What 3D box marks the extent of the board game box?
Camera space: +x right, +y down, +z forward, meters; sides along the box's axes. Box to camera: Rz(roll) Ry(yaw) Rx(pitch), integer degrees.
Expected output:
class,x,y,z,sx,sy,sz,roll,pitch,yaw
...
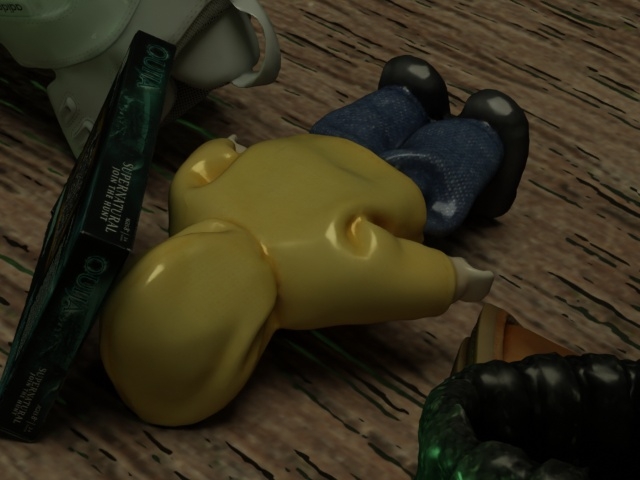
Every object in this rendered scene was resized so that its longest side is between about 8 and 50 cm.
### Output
class,x,y,z,sx,sy,sz,roll,pitch,yaw
board game box,-0.114,-0.006,0.947,0.026,0.126,0.186,22,33,-11

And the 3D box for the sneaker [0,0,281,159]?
class,x,y,z,sx,sy,sz,roll,pitch,yaw
sneaker,-0.184,-0.143,1.135,0.366,0.210,0.137,-14,19,39

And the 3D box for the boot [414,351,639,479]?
class,x,y,z,sx,sy,sz,roll,pitch,yaw
boot,0.017,0.164,0.598,0.348,0.260,0.131,-2,36,-11

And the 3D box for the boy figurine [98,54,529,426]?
class,x,y,z,sx,sy,sz,roll,pitch,yaw
boy figurine,0.000,0.000,0.983,0.177,0.092,0.285,24,40,25

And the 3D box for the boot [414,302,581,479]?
class,x,y,z,sx,sy,sz,roll,pitch,yaw
boot,0.150,0.114,0.764,0.220,0.109,0.283,20,-1,10
